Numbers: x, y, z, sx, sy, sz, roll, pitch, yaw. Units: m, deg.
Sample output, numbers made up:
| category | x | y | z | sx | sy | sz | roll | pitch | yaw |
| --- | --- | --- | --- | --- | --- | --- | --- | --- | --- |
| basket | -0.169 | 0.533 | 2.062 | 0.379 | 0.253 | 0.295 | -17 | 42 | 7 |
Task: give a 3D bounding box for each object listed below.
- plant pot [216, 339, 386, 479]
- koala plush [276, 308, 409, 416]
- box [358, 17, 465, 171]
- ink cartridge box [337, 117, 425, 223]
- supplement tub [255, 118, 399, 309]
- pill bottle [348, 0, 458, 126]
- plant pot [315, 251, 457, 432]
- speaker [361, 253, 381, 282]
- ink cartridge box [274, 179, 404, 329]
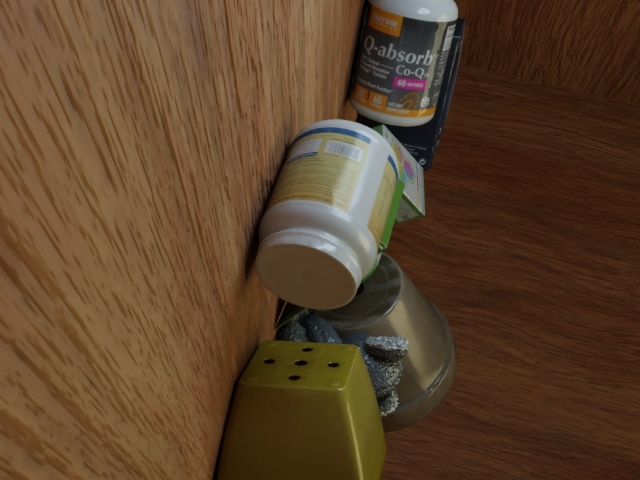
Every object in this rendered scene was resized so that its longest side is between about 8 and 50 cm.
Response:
| category | x | y | z | sx | sy | sz | roll | pitch | yaw |
| --- | --- | --- | --- | --- | --- | --- | --- | --- | --- |
| plant pot | -0.023 | 0.253 | 1.237 | 0.212 | 0.212 | 0.187 | -59 | 150 | -69 |
| koala plush | 0.036 | 0.208 | 1.509 | 0.203 | 0.221 | 0.196 | -66 | 169 | -57 |
| box | 0.200 | -0.342 | 1.958 | 0.296 | 0.182 | 0.294 | -63 | 164 | -66 |
| ink cartridge box | 0.110 | -0.129 | 1.577 | 0.209 | 0.062 | 0.109 | 41 | 40 | -44 |
| supplement tub | 0.008 | -0.032 | 1.078 | 0.144 | 0.144 | 0.200 | 96 | 10 | -52 |
| pill bottle | 0.148 | -0.353 | 1.554 | 0.162 | 0.162 | 0.278 | -65 | 167 | -61 |
| plant pot | 0.093 | 0.172 | 1.748 | 0.280 | 0.323 | 0.323 | 71 | 30 | -50 |
| speaker | 0.068 | -0.044 | 1.653 | 0.296 | 0.131 | 0.131 | -68 | 170 | -53 |
| ink cartridge box | 0.000 | 0.000 | 1.397 | 0.255 | 0.097 | 0.189 | -39 | -164 | 32 |
